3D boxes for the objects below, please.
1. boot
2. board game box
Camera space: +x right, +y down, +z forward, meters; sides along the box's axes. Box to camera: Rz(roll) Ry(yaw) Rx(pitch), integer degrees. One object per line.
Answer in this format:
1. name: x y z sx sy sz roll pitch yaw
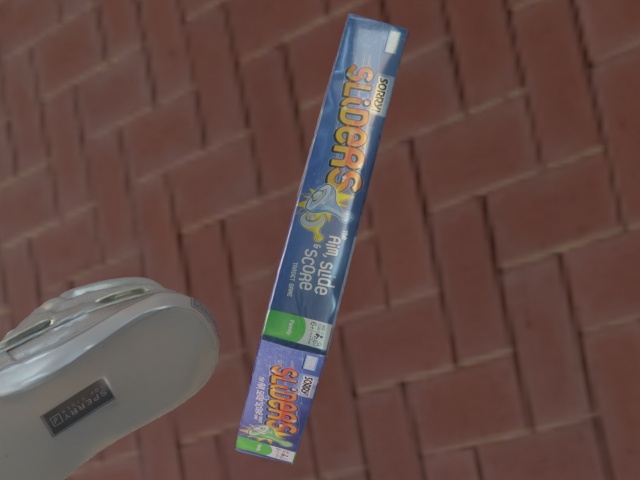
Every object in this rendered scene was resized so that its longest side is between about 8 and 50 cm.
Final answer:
1. boot: -0.194 0.106 1.155 0.123 0.258 0.095 24 136 67
2. board game box: 0.000 0.000 0.942 0.136 0.035 0.201 105 180 -60
